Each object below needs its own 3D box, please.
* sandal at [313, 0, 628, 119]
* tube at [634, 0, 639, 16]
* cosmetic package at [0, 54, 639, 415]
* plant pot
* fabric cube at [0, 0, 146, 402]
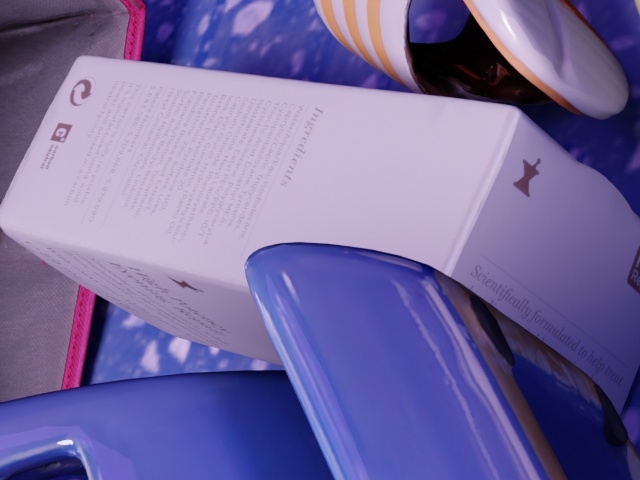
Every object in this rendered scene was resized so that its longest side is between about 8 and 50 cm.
[{"bbox_3d":[0.037,-0.107,0.726,0.076,0.102,0.265,-44,36,13],"label":"sandal"},{"bbox_3d":[0.140,-0.122,0.674,0.070,0.062,0.240,106,154,-51],"label":"tube"},{"bbox_3d":[0.000,0.000,0.671,0.231,0.117,0.086,13,74,46],"label":"cosmetic package"},{"bbox_3d":[0.003,0.144,0.469,0.212,0.236,0.236,-32,67,11],"label":"plant pot"},{"bbox_3d":[-0.269,-0.024,0.802,0.258,0.254,0.259,-4,70,41],"label":"fabric cube"}]
